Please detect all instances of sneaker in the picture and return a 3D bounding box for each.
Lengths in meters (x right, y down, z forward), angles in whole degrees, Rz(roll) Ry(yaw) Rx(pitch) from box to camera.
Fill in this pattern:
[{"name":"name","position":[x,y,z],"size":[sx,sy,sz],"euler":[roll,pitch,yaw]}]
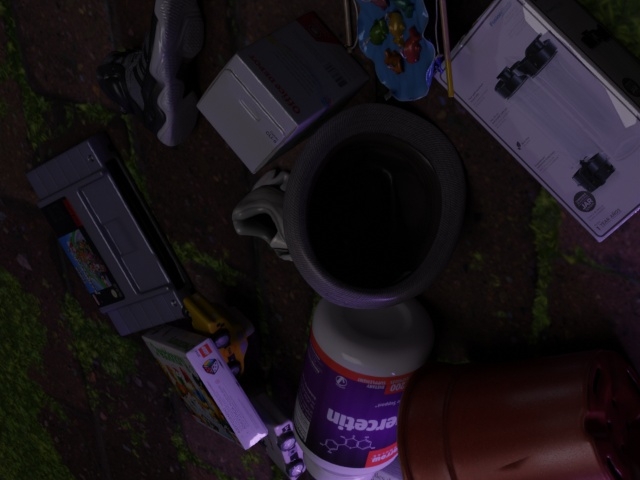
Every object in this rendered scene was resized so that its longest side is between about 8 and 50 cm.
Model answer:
[{"name":"sneaker","position":[-0.265,-0.278,1.644],"size":[0.153,0.101,0.269],"euler":[25,133,22]},{"name":"sneaker","position":[0.000,0.000,1.601],"size":[0.292,0.118,0.110],"euler":[24,128,24]}]

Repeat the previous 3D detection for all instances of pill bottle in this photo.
[{"name":"pill bottle","position":[0.057,0.230,1.654],"size":[0.181,0.181,0.323],"euler":[29,132,22]}]

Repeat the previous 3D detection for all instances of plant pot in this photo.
[{"name":"plant pot","position":[0.288,0.269,1.454],"size":[0.265,0.272,0.272],"euler":[-19,104,36]}]

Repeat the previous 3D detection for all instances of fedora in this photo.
[{"name":"fedora","position":[0.062,-0.036,1.472],"size":[0.243,0.275,0.124],"euler":[18,167,-11]}]

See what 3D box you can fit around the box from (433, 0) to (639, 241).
[{"name":"box","position":[0.293,-0.161,1.276],"size":[0.290,0.087,0.169],"euler":[45,136,6]}]

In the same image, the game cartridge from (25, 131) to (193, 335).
[{"name":"game cartridge","position":[-0.378,-0.001,1.951],"size":[0.230,0.068,0.355],"euler":[-20,103,40]}]

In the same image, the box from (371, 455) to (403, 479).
[{"name":"box","position":[0.184,0.408,1.750],"size":[0.324,0.067,0.063],"euler":[18,126,29]}]

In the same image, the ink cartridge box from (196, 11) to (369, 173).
[{"name":"ink cartridge box","position":[-0.051,-0.201,1.467],"size":[0.128,0.176,0.127],"euler":[50,136,2]}]

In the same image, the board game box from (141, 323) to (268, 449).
[{"name":"board game box","position":[-0.206,0.245,1.880],"size":[0.193,0.053,0.305],"euler":[60,161,-12]}]

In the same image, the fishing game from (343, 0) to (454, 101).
[{"name":"fishing game","position":[0.082,-0.259,1.344],"size":[0.264,0.041,0.189],"euler":[42,144,53]}]

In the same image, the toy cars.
[{"name":"toy cars","position":[-0.110,0.242,1.866],"size":[0.394,0.087,0.176],"euler":[59,161,-11]}]
